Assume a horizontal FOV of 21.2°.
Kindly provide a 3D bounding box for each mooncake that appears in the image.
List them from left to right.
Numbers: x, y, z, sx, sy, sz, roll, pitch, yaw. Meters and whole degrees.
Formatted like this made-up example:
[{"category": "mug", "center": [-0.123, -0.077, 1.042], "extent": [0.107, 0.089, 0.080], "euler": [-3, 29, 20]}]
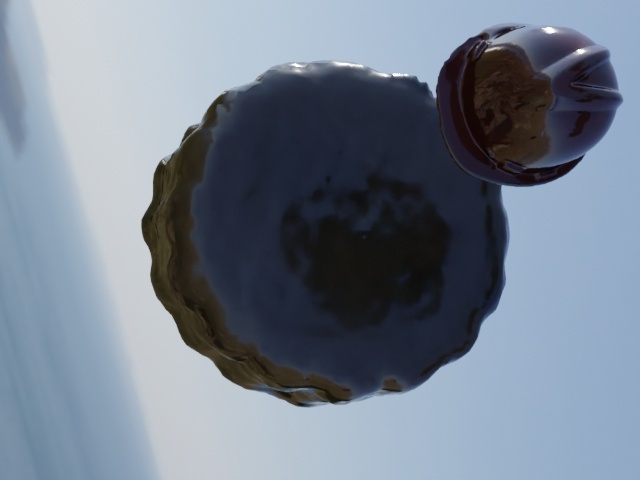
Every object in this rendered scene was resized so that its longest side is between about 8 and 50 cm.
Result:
[{"category": "mooncake", "center": [0.000, 0.000, 1.099], "extent": [0.124, 0.228, 0.228], "euler": [138, -63, -68]}]

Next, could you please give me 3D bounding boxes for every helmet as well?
[{"category": "helmet", "center": [0.120, -0.075, 0.894], "extent": [0.057, 0.111, 0.089], "euler": [-11, -84, 55]}]
